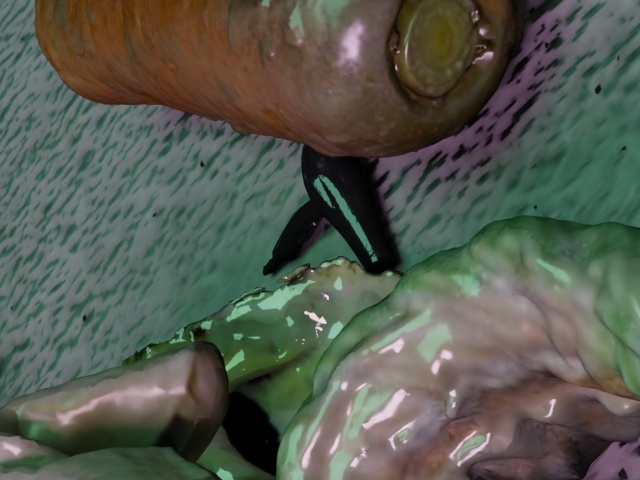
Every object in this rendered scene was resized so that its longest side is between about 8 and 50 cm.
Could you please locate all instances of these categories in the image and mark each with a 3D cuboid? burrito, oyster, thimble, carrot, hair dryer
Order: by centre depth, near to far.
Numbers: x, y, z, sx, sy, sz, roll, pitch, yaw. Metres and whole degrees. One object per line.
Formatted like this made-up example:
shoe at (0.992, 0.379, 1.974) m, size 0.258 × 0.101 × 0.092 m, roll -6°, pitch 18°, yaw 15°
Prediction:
thimble at (0.093, 0.109, 0.502) m, size 0.219 × 0.150 × 0.219 m, roll -23°, pitch 57°, yaw 40°
burrito at (-0.111, 0.203, 0.601) m, size 0.190 × 0.135 × 0.332 m, roll -94°, pitch 18°, yaw -56°
oyster at (-0.003, 0.081, 0.690) m, size 0.209 × 0.072 × 0.133 m, roll -19°, pitch 51°, yaw 19°
carrot at (-0.035, -0.115, 0.753) m, size 0.302 × 0.139 × 0.138 m, roll 10°, pitch 81°, yaw 49°
hair dryer at (0.000, 0.000, 0.753) m, size 0.083 × 0.031 × 0.079 m, roll -52°, pitch 50°, yaw 38°
